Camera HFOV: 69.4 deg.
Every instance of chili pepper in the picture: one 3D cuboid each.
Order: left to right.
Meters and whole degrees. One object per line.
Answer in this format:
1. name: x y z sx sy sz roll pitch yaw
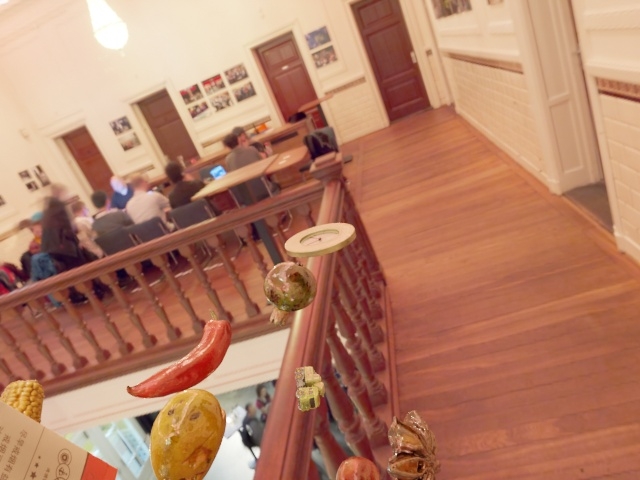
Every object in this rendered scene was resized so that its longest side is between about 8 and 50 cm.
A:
1. chili pepper: -0.319 0.288 1.189 0.137 0.092 0.368 27 25 7

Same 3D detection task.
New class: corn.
1. corn: -0.625 0.440 0.916 0.101 0.101 0.311 -17 61 17

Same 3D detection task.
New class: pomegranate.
1. pomegranate: -0.117 0.191 1.650 0.202 0.248 0.202 19 8 -3

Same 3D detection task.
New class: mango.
1. mango: -0.444 0.672 1.544 0.252 0.365 0.182 -5 24 -43

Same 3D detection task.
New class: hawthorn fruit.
1. hawthorn fruit: 0.128 0.840 1.619 0.169 0.169 0.188 -21 16 5

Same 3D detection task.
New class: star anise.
1. star anise: 0.271 0.640 1.310 0.108 0.315 0.315 -11 23 25

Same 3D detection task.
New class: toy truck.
1. toy truck: -0.043 0.601 1.896 0.116 0.085 0.191 -8 27 -2

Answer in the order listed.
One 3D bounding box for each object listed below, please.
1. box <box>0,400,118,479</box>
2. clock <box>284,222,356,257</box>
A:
1. box: -0.382 0.330 0.623 0.035 0.245 0.139 -23 38 10
2. clock: 0.000 0.000 1.485 0.234 0.029 0.235 -13 19 5
